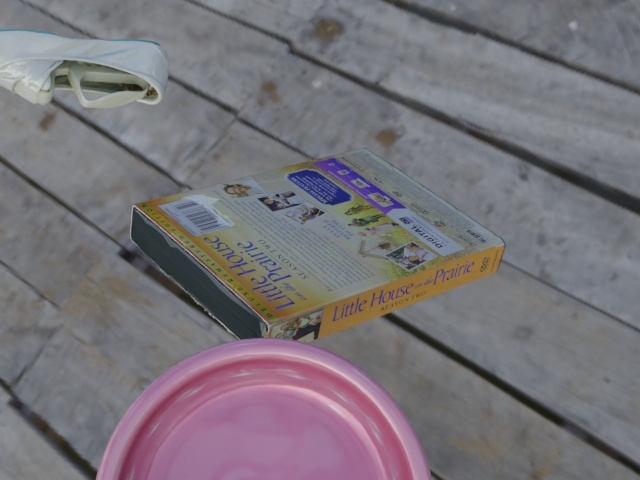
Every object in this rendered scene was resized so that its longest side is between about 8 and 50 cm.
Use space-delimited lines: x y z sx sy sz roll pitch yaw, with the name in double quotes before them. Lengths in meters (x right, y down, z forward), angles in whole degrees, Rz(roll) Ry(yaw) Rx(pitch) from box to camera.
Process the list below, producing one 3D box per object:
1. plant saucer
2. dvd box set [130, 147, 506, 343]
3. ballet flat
"plant saucer" -0.056 0.265 1.131 0.332 0.084 0.332 1 80 -7
"dvd box set" 0.000 0.000 1.553 0.420 0.062 0.307 -18 40 -38
"ballet flat" -0.470 -0.311 2.122 0.139 0.400 0.139 180 90 -67
